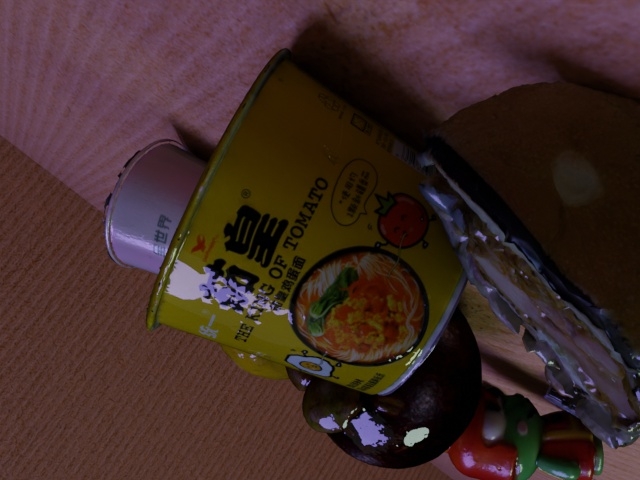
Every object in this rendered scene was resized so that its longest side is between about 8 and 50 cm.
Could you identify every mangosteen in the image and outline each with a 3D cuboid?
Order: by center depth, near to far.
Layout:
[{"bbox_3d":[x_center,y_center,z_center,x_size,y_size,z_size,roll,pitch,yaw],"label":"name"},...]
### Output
[{"bbox_3d":[0.088,0.200,0.966,0.346,0.307,0.306,24,171,-31],"label":"mangosteen"}]

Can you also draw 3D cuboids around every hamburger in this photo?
[{"bbox_3d":[0.217,0.007,0.453,0.288,0.192,0.168,56,166,23],"label":"hamburger"}]

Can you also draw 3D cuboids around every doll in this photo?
[{"bbox_3d":[0.315,0.355,1.096,0.362,0.183,0.160,11,114,12],"label":"doll"}]

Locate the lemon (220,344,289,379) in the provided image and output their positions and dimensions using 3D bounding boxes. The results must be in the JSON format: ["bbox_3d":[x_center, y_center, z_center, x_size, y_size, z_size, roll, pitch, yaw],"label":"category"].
[{"bbox_3d":[-0.099,0.181,1.359,0.285,0.285,0.316,18,128,43],"label":"lemon"}]

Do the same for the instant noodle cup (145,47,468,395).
[{"bbox_3d":[0.000,0.000,0.646,0.254,0.326,0.325,26,164,-6],"label":"instant noodle cup"}]

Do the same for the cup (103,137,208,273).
[{"bbox_3d":[-0.204,-0.022,1.079,0.273,0.253,0.253,22,160,17],"label":"cup"}]

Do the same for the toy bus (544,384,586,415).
[{"bbox_3d":[0.444,0.284,1.009,0.130,0.037,0.052,29,165,20],"label":"toy bus"}]
